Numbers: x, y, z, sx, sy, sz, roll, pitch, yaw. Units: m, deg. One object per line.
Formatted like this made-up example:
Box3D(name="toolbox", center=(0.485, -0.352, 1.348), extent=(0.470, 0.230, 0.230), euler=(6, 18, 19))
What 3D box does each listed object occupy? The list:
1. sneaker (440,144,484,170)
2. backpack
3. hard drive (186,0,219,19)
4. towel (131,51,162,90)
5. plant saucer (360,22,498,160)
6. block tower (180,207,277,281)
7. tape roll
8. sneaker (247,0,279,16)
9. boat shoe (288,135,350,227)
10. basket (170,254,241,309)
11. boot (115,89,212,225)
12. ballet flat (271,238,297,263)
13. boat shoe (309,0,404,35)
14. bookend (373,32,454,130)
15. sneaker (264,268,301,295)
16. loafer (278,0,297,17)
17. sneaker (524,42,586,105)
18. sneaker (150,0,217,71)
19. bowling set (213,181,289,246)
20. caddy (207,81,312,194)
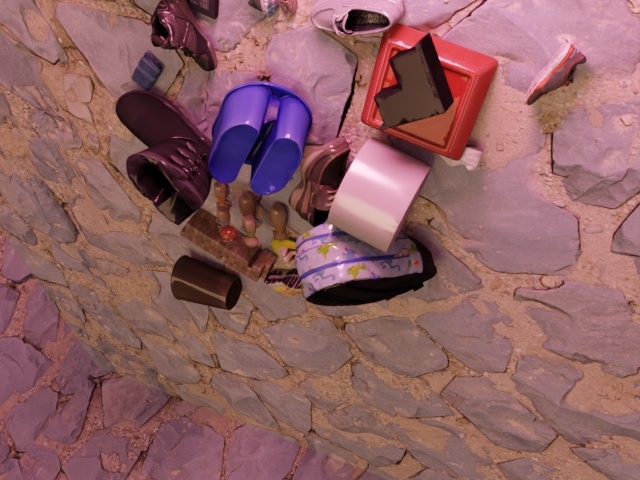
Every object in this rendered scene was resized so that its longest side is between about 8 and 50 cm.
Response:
Box3D(name="sneaker", center=(0.305, -0.208, 1.540), extent=(0.152, 0.054, 0.061), euler=(21, 116, 18))
Box3D(name="backpack", center=(0.093, 0.072, 1.799), extent=(0.290, 0.356, 0.273), euler=(-23, 87, 49))
Box3D(name="hard drive", center=(-0.310, -0.609, 1.589), extent=(0.135, 0.022, 0.094), euler=(27, 144, 8))
Box3D(name="towel", center=(-0.497, -0.484, 1.868), extent=(0.067, 0.029, 0.119), euler=(42, 142, -11))
Box3D(name="plant saucer", center=(0.225, -0.321, 1.447), extent=(0.259, 0.047, 0.258), euler=(25, 130, 13))
Box3D(name="block tower", center=(-0.319, 0.015, 2.252), extent=(0.336, 0.091, 0.097), euler=(30, 143, 4))
Box3D(name="tape roll", center=(0.147, -0.113, 1.623), extent=(0.169, 0.246, 0.246), euler=(28, 143, 7))
Box3D(name="sneaker", center=(-0.141, -0.586, 1.458), extent=(0.076, 0.065, 0.166), euler=(24, 141, 20))
Box3D(name="boat shoe", center=(0.021, -0.149, 1.754), extent=(0.130, 0.132, 0.355), euler=(52, 155, 11))
Box3D(name="basket", center=(-0.428, 0.171, 2.469), extent=(0.227, 0.154, 0.204), euler=(15, 138, 18))
Box3D(name="boot", center=(-0.448, -0.243, 1.763), extent=(0.367, 0.445, 0.146), euler=(33, 111, -11))
Box3D(name="ballet flat", center=(-0.078, 0.044, 2.112), extent=(0.231, 0.077, 0.077), euler=(9, 138, 30))
Box3D(name="boat shoe", center=(0.065, -0.482, 1.399), extent=(0.228, 0.081, 0.079), euler=(7, 136, 31))
Box3D(name="bookend", center=(0.179, -0.333, 1.383), extent=(0.157, 0.072, 0.156), euler=(-11, 115, 35))
Box3D(name="sneaker", center=(-0.094, 0.154, 2.260), extent=(0.209, 0.081, 0.094), euler=(4, 142, 43))
Box3D(name="loafer", center=(-0.079, -0.555, 1.461), extent=(0.045, 0.039, 0.125), euler=(22, 142, 14))
Box3D(name="sneaker", center=(0.469, -0.319, 1.302), extent=(0.065, 0.061, 0.158), euler=(28, 145, -4))
Box3D(name="sneaker", center=(-0.353, -0.498, 1.647), extent=(0.087, 0.130, 0.227), euler=(16, 154, 32))
Box3D(name="bowling set", center=(-0.262, -0.045, 2.059), extent=(0.287, 0.199, 0.154), euler=(24, 144, 19))
Box3D(name="caddy", center=(-0.163, -0.277, 1.735), extent=(0.242, 0.179, 0.341), euler=(16, 147, -17))
